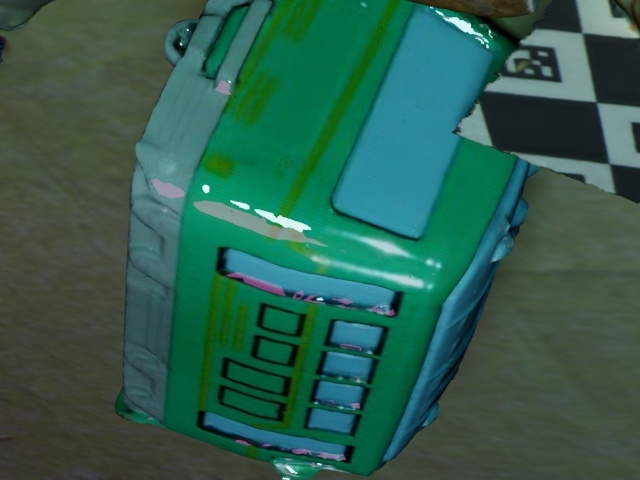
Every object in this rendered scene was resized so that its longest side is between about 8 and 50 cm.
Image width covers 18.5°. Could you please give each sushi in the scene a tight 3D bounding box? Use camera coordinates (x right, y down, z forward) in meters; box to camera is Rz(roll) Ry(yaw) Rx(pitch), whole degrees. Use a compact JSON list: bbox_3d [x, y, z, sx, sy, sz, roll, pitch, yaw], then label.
[{"bbox_3d":[0.238,-0.076,0.856,0.292,0.059,0.294,19,156,-6],"label":"sushi"}]

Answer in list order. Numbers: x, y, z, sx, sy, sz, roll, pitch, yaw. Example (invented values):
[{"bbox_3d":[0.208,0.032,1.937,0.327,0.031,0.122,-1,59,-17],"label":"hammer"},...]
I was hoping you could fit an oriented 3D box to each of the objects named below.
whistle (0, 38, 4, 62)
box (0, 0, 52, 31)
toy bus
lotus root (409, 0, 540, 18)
[{"bbox_3d":[-0.257,-0.200,1.124,0.062,0.062,0.304,16,150,23],"label":"whistle"},{"bbox_3d":[-0.149,-0.237,0.902,0.178,0.138,0.274,-9,136,37],"label":"box"},{"bbox_3d":[0.000,0.000,1.099,0.199,0.183,0.343,21,153,4],"label":"toy bus"},{"bbox_3d":[0.069,-0.156,0.833,0.081,0.122,0.112,21,142,11],"label":"lotus root"}]
